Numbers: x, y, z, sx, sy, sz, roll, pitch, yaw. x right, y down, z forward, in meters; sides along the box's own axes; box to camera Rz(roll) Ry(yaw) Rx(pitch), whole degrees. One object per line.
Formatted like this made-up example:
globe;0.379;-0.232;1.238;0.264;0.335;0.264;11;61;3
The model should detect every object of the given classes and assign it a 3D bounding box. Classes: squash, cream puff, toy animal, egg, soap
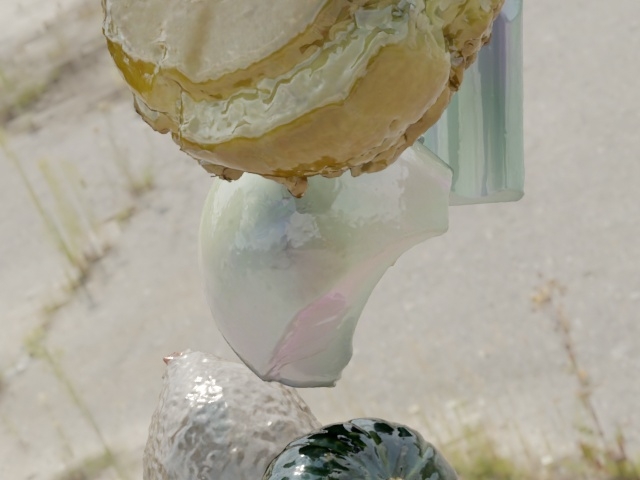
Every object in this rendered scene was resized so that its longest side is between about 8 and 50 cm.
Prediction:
squash;0.038;0.265;1.483;0.218;0.172;0.218;5;53;-7
cream puff;0.007;-0.191;1.191;0.327;0.231;0.343;-36;56;21
toy animal;-0.092;0.271;1.842;0.226;0.188;0.358;-46;56;10
egg;-0.018;-0.007;1.464;0.271;0.206;0.162;-52;-10;4
soap;0.145;-0.222;1.754;0.115;0.347;0.208;-5;21;-6
